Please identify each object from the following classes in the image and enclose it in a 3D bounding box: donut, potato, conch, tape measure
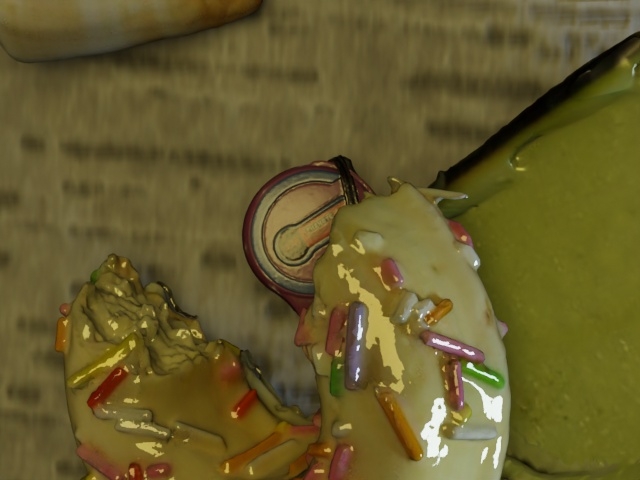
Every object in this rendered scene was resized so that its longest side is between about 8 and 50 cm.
[{"bbox_3d":[-0.031,0.134,1.434,0.371,0.150,0.307,-14,93,34],"label":"donut"},{"bbox_3d":[0.208,0.035,1.480,0.280,0.213,0.330,-19,89,29],"label":"potato"},{"bbox_3d":[-0.178,-0.215,1.576,0.255,0.127,0.158,7,85,-20],"label":"conch"},{"bbox_3d":[0.000,0.000,1.548,0.118,0.074,0.125,-31,88,-4],"label":"tape measure"}]
